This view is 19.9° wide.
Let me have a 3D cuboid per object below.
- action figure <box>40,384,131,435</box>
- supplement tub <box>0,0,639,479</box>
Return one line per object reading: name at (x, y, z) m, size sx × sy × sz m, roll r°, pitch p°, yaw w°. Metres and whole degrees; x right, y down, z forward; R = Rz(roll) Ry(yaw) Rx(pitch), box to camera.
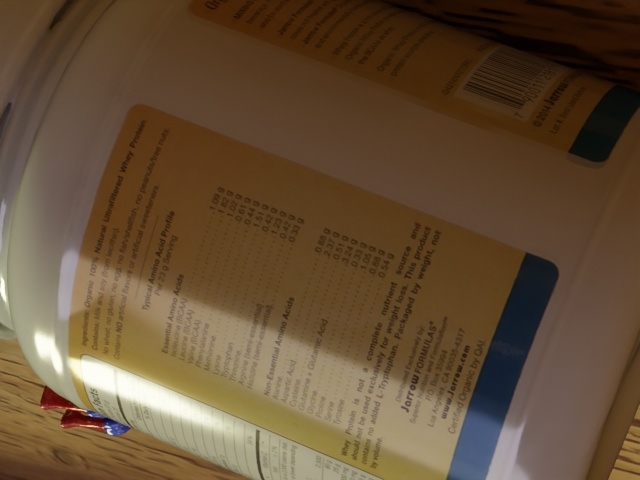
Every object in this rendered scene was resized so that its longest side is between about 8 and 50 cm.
action figure at (-0.067, 0.076, 0.817) m, size 0.115 × 0.030 × 0.038 m, roll 7°, pitch 149°, yaw 25°
supplement tub at (0.000, 0.000, 0.533) m, size 0.199 × 0.144 × 0.144 m, roll 22°, pitch 149°, yaw 14°
